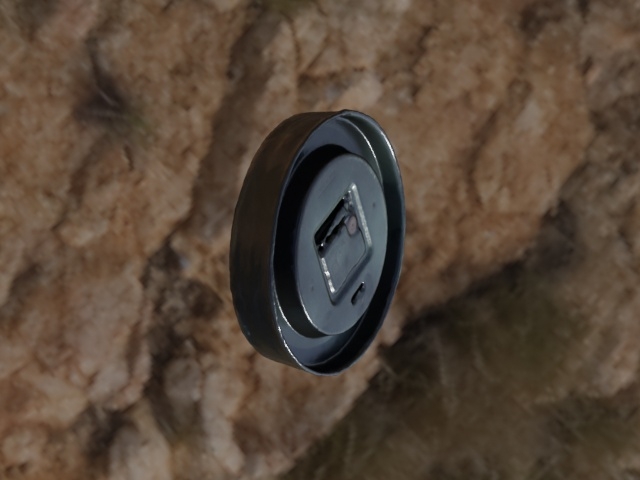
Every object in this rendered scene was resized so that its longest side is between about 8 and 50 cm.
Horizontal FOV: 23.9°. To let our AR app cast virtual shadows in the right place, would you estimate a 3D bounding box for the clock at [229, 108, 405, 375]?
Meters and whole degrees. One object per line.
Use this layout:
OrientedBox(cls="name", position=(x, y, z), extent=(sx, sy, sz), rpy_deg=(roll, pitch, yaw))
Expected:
OrientedBox(cls="clock", position=(0.000, 0.000, 1.042), extent=(0.184, 0.040, 0.185), rpy_deg=(-19, 113, -57))
